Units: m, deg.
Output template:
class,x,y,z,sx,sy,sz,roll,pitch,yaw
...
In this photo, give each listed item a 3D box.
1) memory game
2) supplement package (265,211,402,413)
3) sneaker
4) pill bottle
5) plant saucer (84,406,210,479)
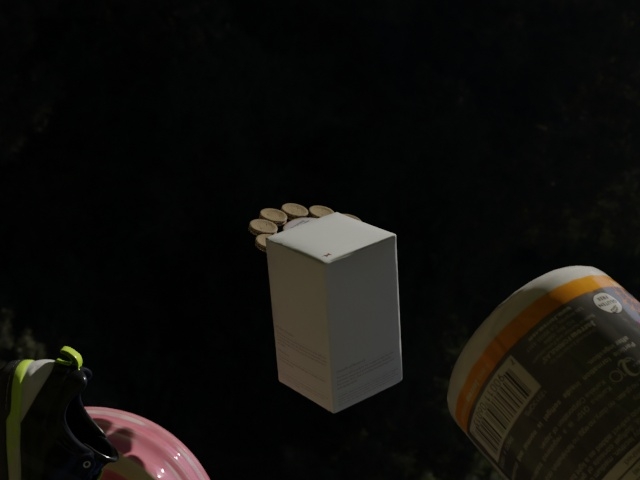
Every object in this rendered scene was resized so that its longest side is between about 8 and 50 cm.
class,x,y,z,sx,sy,sz,roll,pitch,yaw
memory game,0.000,0.000,1.322,0.186,0.186,0.012,-92,-167,-62
supplement package,0.016,0.076,1.142,0.105,0.105,0.179,24,-55,48
sneaker,-0.226,0.211,0.914,0.084,0.097,0.235,-86,170,-78
pill bottle,0.227,0.158,0.710,0.278,0.162,0.162,47,-52,36
plant saucer,-0.274,0.358,1.191,0.084,0.332,0.332,116,-10,-81
